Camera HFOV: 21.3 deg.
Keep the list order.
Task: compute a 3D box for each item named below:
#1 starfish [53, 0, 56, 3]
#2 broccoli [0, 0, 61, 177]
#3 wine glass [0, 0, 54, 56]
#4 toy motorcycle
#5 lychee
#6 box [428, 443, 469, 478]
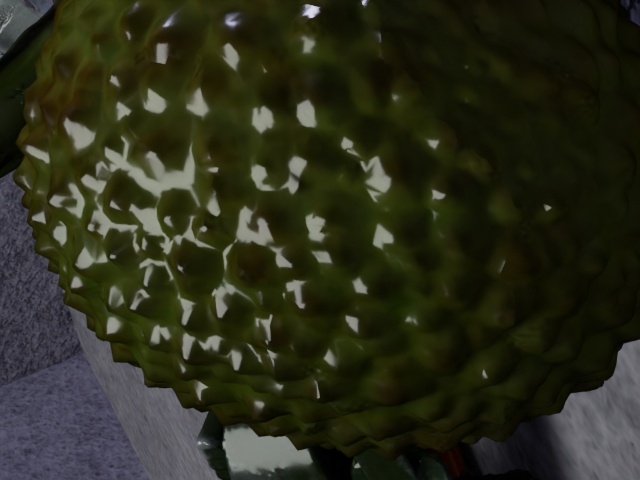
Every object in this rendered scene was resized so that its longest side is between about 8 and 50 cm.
[{"bbox_3d":[-0.168,-0.120,1.455,0.227,0.043,0.240,62,-160,-18],"label":"starfish"},{"bbox_3d":[-0.112,-0.136,1.005,0.177,0.275,0.198,44,135,24],"label":"broccoli"},{"bbox_3d":[-0.253,-0.258,1.605,0.196,0.165,0.165,-2,110,68],"label":"wine glass"},{"bbox_3d":[0.019,0.133,1.040,0.205,0.127,0.275,-9,121,35],"label":"toy motorcycle"},{"bbox_3d":[0.006,-0.042,0.710,0.320,0.270,0.270,6,126,31],"label":"lychee"},{"bbox_3d":[0.035,0.186,1.305,0.313,0.089,0.197,-178,68,-76],"label":"box"}]
